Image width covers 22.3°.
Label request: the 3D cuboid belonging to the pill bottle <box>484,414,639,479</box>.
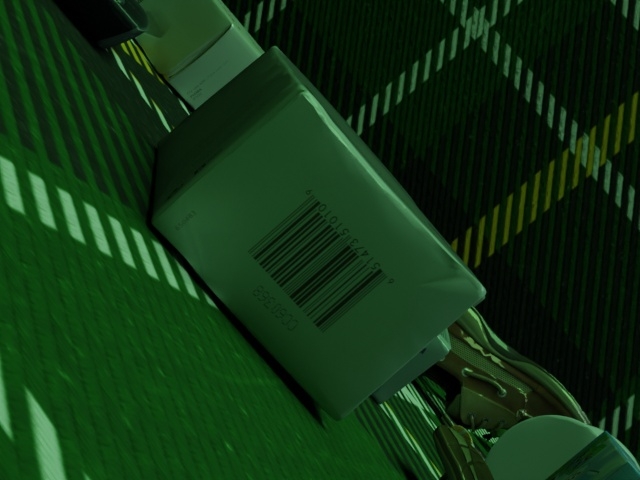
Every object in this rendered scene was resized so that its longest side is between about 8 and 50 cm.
[{"bbox_3d":[0.266,0.278,1.673,0.161,0.161,0.283,53,5,30],"label":"pill bottle"}]

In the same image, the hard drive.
[{"bbox_3d":[-0.256,-0.281,1.746,0.172,0.054,0.254,50,4,-12],"label":"hard drive"}]

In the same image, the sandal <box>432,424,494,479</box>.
[{"bbox_3d":[0.121,0.229,1.377,0.072,0.049,0.180,40,25,-40],"label":"sandal"}]

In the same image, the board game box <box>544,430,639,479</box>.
[{"bbox_3d":[0.148,0.199,1.089,0.039,0.160,0.211,50,4,5],"label":"board game box"}]

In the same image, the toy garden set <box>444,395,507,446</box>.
[{"bbox_3d":[0.261,0.296,2.303,0.244,0.049,0.204,54,3,27],"label":"toy garden set"}]

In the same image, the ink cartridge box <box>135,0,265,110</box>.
[{"bbox_3d":[-0.129,-0.226,2.195,0.283,0.117,0.207,47,6,-48],"label":"ink cartridge box"}]

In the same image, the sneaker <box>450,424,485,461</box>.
[{"bbox_3d":[0.166,0.247,1.837,0.083,0.032,0.037,61,-4,41],"label":"sneaker"}]

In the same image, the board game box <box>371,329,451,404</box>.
[{"bbox_3d":[0.000,0.000,1.662,0.303,0.097,0.224,51,7,-6],"label":"board game box"}]

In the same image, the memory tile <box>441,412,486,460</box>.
[{"bbox_3d":[0.205,0.284,2.014,0.113,0.012,0.148,46,5,-48],"label":"memory tile"}]

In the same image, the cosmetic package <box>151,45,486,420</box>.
[{"bbox_3d":[-0.015,-0.024,1.343,0.217,0.156,0.385,48,5,-13],"label":"cosmetic package"}]

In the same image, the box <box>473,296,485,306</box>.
[{"bbox_3d":[0.093,0.005,2.385,0.121,0.148,0.311,47,7,-46],"label":"box"}]

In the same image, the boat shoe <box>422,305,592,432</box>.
[{"bbox_3d":[0.207,0.189,2.080,0.324,0.120,0.122,42,-18,7],"label":"boat shoe"}]

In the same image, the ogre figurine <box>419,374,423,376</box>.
[{"bbox_3d":[0.162,0.148,2.203,0.197,0.096,0.118,18,25,-4],"label":"ogre figurine"}]
